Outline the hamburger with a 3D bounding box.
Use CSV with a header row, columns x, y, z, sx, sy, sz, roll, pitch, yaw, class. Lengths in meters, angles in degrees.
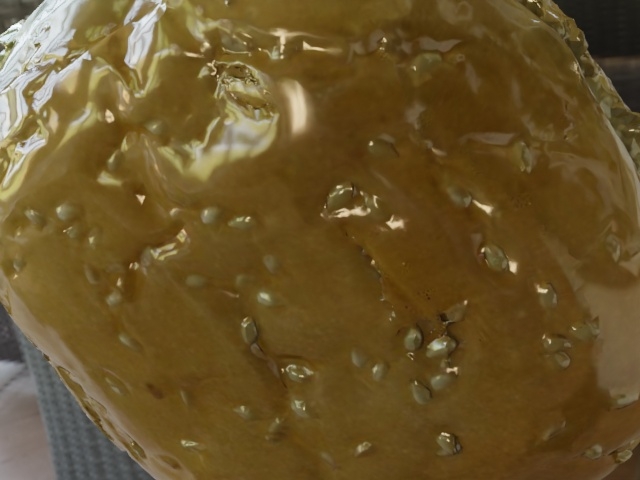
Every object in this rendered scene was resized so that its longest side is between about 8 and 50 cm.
x,y,z,sx,sy,sz,roll,pitch,yaw,class
0.000,0.001,0.453,0.259,0.283,0.144,-33,11,34,hamburger
